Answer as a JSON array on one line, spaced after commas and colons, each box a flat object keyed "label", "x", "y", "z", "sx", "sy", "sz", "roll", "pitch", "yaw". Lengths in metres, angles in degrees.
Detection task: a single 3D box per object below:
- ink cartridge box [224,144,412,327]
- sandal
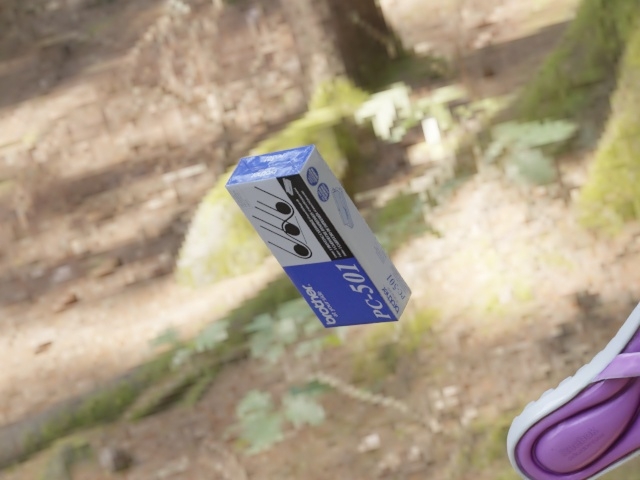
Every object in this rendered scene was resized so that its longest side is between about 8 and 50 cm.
[{"label": "ink cartridge box", "x": 0.000, "y": 0.000, "z": 1.760, "sx": 0.097, "sy": 0.207, "sz": 0.046, "roll": -8, "pitch": 39, "yaw": 38}, {"label": "sandal", "x": 0.374, "y": 0.171, "z": 1.927, "sx": 0.416, "sy": 0.169, "sz": 0.102, "roll": -47, "pitch": 20, "yaw": 34}]
